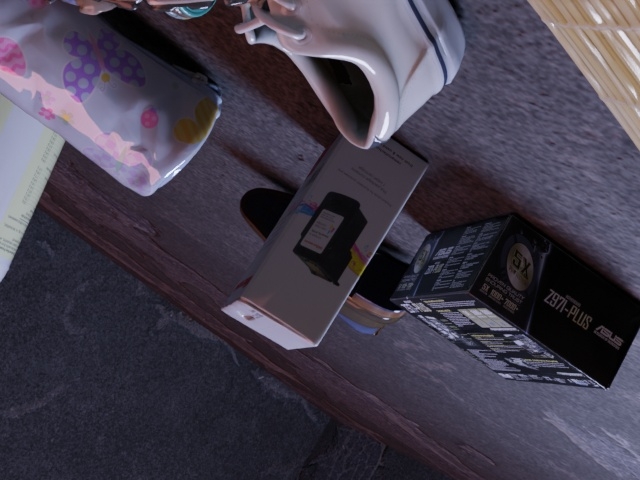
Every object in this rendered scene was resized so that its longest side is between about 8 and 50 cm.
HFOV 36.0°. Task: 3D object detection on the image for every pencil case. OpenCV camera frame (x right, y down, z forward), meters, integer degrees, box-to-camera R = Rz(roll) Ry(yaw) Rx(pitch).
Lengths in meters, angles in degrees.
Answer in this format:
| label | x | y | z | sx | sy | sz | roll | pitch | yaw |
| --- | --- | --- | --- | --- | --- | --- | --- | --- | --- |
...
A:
| label | x | y | z | sx | sy | sz | roll | pitch | yaw |
| --- | --- | --- | --- | --- | --- | --- | --- | --- | --- |
| pencil case | -0.219 | -0.157 | 0.867 | 0.273 | 0.113 | 0.124 | 36 | 123 | -20 |

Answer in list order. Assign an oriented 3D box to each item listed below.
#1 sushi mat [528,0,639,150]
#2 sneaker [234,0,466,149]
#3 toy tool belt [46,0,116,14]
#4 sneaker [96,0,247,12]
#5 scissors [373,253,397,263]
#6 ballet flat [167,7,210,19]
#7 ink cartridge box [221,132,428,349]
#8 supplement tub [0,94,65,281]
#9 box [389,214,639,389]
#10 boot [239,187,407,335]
| label | x | y | z | sx | sy | sz | roll | pitch | yaw |
| --- | --- | --- | --- | --- | --- | --- | --- | --- | --- |
| sushi mat | 0.234 | -0.032 | 0.507 | 0.151 | 0.019 | 0.316 | 14 | 159 | 51 |
| sneaker | -0.008 | -0.141 | 0.494 | 0.094 | 0.091 | 0.258 | 18 | 160 | 46 |
| toy tool belt | -0.190 | -0.213 | 0.773 | 0.083 | 0.052 | 0.051 | 21 | 132 | 28 |
| sneaker | -0.020 | -0.149 | 0.402 | 0.208 | 0.081 | 0.094 | -5 | 115 | 6 |
| scissors | 0.097 | 0.036 | 1.093 | 0.297 | 0.021 | 0.109 | 33 | 168 | 0 |
| ballet flat | -0.097 | -0.201 | 0.508 | 0.070 | 0.070 | 0.188 | 25 | 147 | 26 |
| ink cartridge box | 0.000 | 0.000 | 0.818 | 0.072 | 0.175 | 0.127 | 33 | 167 | -7 |
| supplement tub | -0.424 | -0.084 | 1.082 | 0.235 | 0.325 | 0.235 | 22 | 172 | 3 |
| box | 0.166 | 0.057 | 0.865 | 0.147 | 0.077 | 0.180 | 34 | 167 | -10 |
| boot | -0.003 | 0.032 | 1.095 | 0.219 | 0.082 | 0.106 | 35 | 150 | 6 |
